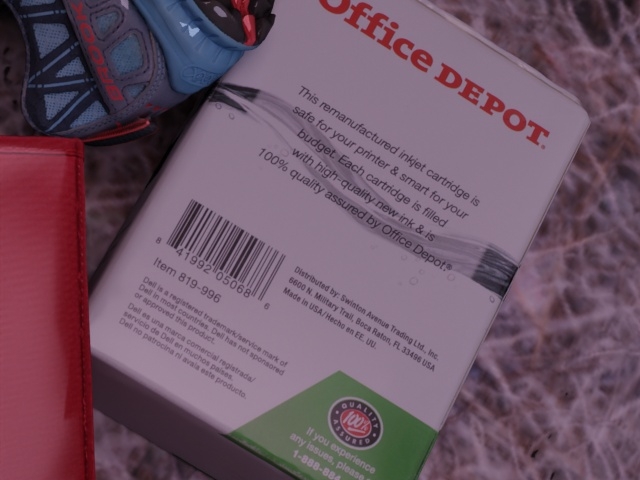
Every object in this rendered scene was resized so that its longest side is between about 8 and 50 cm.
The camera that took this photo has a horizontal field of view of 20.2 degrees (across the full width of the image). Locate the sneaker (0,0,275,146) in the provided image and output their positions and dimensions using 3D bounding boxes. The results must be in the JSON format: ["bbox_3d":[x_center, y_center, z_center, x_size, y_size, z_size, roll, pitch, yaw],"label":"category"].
[{"bbox_3d":[-0.133,-0.151,0.744,0.125,0.104,0.262,-40,65,18],"label":"sneaker"}]

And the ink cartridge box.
[{"bbox_3d":[0.000,0.000,0.765,0.153,0.087,0.208,33,69,-9],"label":"ink cartridge box"}]

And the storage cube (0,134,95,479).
[{"bbox_3d":[-0.190,0.075,0.629,0.215,0.183,0.193,0,78,-20],"label":"storage cube"}]
